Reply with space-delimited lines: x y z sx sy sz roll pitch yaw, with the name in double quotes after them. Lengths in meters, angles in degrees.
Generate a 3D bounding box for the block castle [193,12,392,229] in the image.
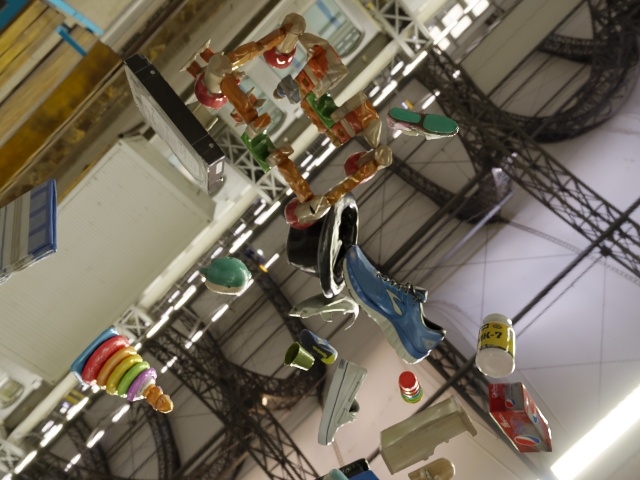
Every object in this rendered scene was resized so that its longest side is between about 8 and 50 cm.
-0.063 -0.285 1.121 0.303 0.453 0.213 -39 -170 -18 "block castle"

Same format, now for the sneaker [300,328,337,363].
-0.006 0.341 1.454 0.053 0.144 0.059 -57 160 17 "sneaker"

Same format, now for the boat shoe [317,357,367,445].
0.053 0.408 1.097 0.095 0.084 0.258 -59 163 -61 "boat shoe"

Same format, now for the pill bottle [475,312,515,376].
0.597 0.350 1.530 0.119 0.119 0.208 -34 -168 34 "pill bottle"

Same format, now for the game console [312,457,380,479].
0.023 0.715 1.185 0.250 0.293 0.173 -53 -128 41 "game console"

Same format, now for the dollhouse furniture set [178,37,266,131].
-0.356 -0.471 1.481 0.135 0.262 0.259 -2 -128 51 "dollhouse furniture set"

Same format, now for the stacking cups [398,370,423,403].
0.350 0.560 1.750 0.096 0.316 0.096 -6 -120 10 "stacking cups"

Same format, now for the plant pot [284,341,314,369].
-0.067 0.397 1.517 0.083 0.079 0.083 -42 -153 28 "plant pot"

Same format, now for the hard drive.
-0.388 -0.302 1.212 0.064 0.339 0.237 -38 180 -19 "hard drive"

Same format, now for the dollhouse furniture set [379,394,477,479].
0.370 0.682 1.246 0.256 0.394 0.362 -29 173 5 "dollhouse furniture set"

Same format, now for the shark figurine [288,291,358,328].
0.050 0.173 1.343 0.166 0.278 0.116 -37 -125 31 "shark figurine"

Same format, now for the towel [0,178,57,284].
-0.706 0.003 1.015 0.285 0.034 0.209 -28 -122 10 "towel"

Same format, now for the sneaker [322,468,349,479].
0.049 0.547 0.689 0.208 0.319 0.127 -37 171 -16 "sneaker"

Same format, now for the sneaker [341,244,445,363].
0.182 0.135 1.108 0.147 0.330 0.130 -39 -178 18 "sneaker"

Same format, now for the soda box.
0.548 0.488 1.232 0.092 0.263 0.083 -17 -142 31 "soda box"

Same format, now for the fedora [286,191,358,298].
0.000 0.000 1.268 0.153 0.334 0.334 6 -138 18 "fedora"

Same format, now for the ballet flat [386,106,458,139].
0.310 -0.350 1.381 0.079 0.222 0.077 77 33 -61 "ballet flat"

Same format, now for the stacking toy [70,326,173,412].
-0.550 0.405 1.315 0.165 0.302 0.175 -52 167 -35 "stacking toy"

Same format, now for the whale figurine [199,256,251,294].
-0.391 0.117 1.870 0.272 0.216 0.141 -127 -133 -64 "whale figurine"
